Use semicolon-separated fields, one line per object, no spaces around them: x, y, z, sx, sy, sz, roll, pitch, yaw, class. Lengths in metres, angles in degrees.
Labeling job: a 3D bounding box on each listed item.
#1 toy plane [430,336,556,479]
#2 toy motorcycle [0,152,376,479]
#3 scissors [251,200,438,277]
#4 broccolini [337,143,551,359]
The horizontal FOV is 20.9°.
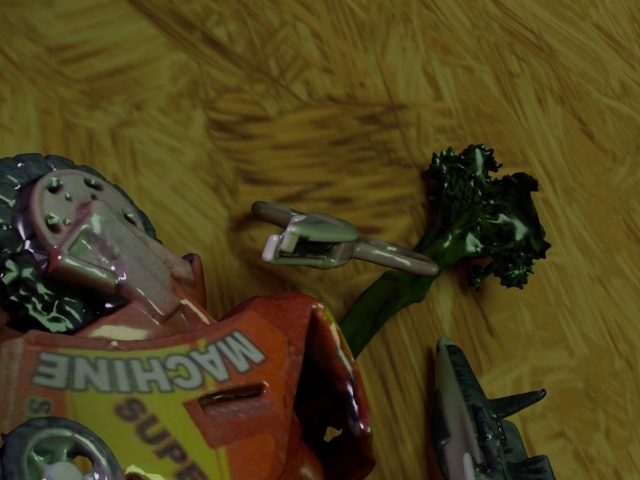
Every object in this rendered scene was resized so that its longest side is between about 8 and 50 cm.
0.083;0.118;0.714;0.234;0.082;0.160;-84;156;-46;toy plane
-0.050;0.096;0.545;0.171;0.089;0.298;30;39;-32;toy motorcycle
0.000;0.000;0.688;0.085;0.022;0.176;21;4;9;scissors
0.041;0.025;0.803;0.254;0.071;0.058;-42;132;-52;broccolini
